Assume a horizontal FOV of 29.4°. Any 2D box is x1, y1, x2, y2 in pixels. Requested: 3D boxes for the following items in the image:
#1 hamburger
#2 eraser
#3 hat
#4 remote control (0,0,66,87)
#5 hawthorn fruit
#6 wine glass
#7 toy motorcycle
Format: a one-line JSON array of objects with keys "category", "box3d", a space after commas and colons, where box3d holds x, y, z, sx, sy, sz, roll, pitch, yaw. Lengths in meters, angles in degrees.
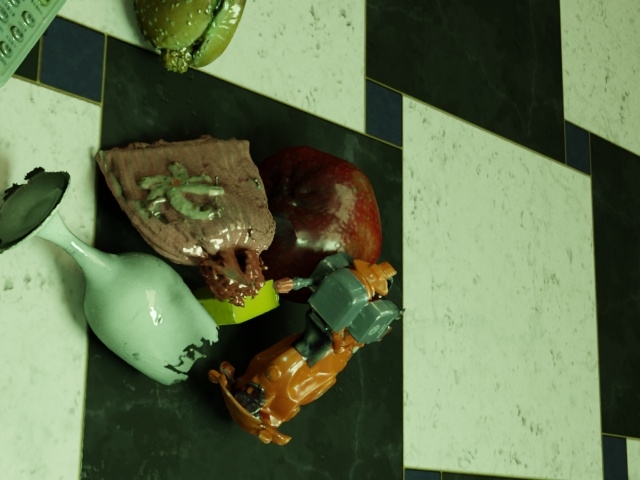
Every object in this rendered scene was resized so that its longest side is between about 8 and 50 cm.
[{"category": "hamburger", "box3d": [-0.184, -0.343, 1.690, 0.122, 0.189, 0.215, 12, 74, -37]}, {"category": "eraser", "box3d": [-0.134, 0.087, 1.690, 0.097, 0.122, 0.045, -19, 98, -48]}, {"category": "hat", "box3d": [-0.152, -0.038, 1.621, 0.236, 0.107, 0.286, -9, 55, -29]}, {"category": "remote control", "box3d": [-0.379, -0.339, 1.548, 0.128, 0.065, 0.335, 55, 46, -36]}, {"category": "hawthorn fruit", "box3d": [0.000, 0.000, 1.797, 0.266, 0.210, 0.230, 44, 47, -36]}, {"category": "wine glass", "box3d": [-0.269, 0.052, 1.537, 0.321, 0.143, 0.143, 47, 50, -34]}, {"category": "toy motorcycle", "box3d": [-0.026, 0.158, 1.680, 0.148, 0.326, 0.221, 46, 27, 22]}]
